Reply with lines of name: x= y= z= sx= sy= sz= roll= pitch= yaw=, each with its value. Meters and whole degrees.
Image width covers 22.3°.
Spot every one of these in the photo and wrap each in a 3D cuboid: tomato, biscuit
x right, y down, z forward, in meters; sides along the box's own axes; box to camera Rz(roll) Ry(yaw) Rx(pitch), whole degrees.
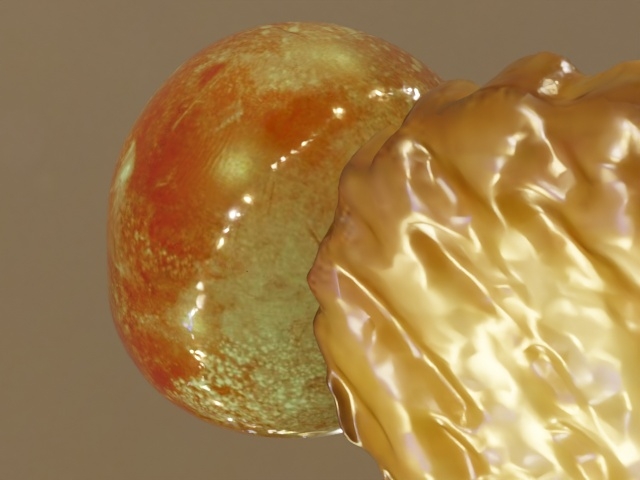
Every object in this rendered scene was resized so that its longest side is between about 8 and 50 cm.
tomato: x=0.000 y=0.000 z=1.032 sx=0.270 sy=0.222 sz=0.270 roll=-29 pitch=-52 yaw=-46
biscuit: x=0.144 y=0.061 z=0.747 sx=0.107 sy=0.325 sz=0.326 roll=-36 pitch=-30 yaw=-42
